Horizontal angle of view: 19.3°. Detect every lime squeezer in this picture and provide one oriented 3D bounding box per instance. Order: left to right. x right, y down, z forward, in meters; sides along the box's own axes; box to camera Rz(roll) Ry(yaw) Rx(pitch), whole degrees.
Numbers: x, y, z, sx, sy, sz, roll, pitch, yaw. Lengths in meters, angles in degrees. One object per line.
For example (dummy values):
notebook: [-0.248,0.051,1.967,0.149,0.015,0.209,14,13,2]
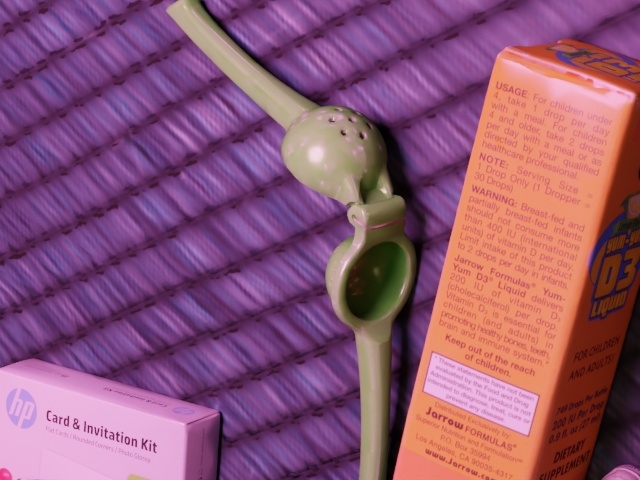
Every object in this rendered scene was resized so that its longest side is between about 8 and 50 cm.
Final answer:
lime squeezer: [0.000,0.000,0.999,0.110,0.059,0.310,-23,86,34]

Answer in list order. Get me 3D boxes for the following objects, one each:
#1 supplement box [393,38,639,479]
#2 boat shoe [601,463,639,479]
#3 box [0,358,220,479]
supplement box: [0.107,0.024,0.919,0.080,0.078,0.233,20,110,29]
boat shoe: [0.133,0.158,0.949,0.035,0.035,0.100,40,117,22]
box: [-0.132,0.177,1.129,0.145,0.038,0.186,13,104,31]
